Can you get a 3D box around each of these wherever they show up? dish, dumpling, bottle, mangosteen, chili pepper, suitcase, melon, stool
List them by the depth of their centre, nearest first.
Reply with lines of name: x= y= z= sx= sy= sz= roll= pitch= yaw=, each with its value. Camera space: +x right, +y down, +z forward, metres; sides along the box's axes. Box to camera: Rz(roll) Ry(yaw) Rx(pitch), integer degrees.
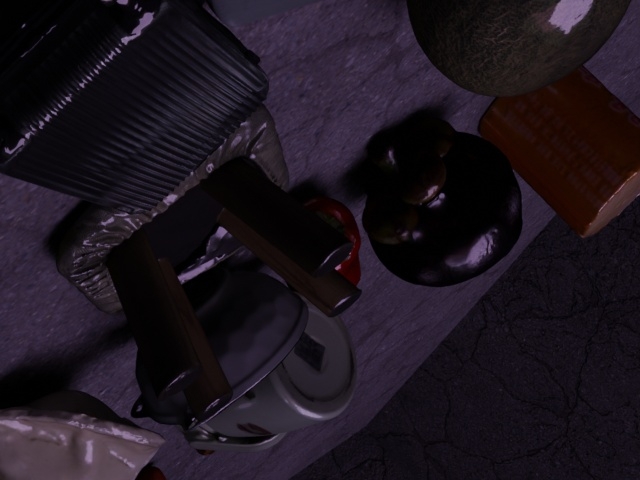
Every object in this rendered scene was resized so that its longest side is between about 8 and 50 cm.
suitcase: x=-0.176 y=-0.133 z=0.857 sx=0.202 sy=0.128 sz=0.312 roll=-43 pitch=165 yaw=6
melon: x=0.217 y=-0.287 z=1.158 sx=0.248 sy=0.248 sz=0.329 roll=-37 pitch=167 yaw=-13
stool: x=-0.118 y=0.032 z=1.259 sx=0.310 sy=0.226 sz=0.310 roll=-39 pitch=166 yaw=-7
dumpling: x=-0.431 y=0.322 z=1.443 sx=0.395 sy=0.233 sz=0.315 roll=-32 pitch=135 yaw=19
dish: x=-0.164 y=0.129 z=1.485 sx=0.303 sy=0.120 sz=0.303 roll=-29 pitch=-160 yaw=11
chili pepper: x=-0.004 y=-0.003 z=1.585 sx=0.338 sy=0.134 sz=0.131 roll=77 pitch=21 yaw=-76
mangosteen: x=0.183 y=-0.069 z=1.702 sx=0.287 sy=0.287 sz=0.233 roll=-43 pitch=-168 yaw=6
bottle: x=-0.121 y=0.237 z=1.728 sx=0.352 sy=0.229 sz=0.229 roll=-27 pitch=176 yaw=40

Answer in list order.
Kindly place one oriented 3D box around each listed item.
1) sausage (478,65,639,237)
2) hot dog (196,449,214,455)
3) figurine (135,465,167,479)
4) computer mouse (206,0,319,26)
sausage: x=0.473 y=-0.180 z=1.944 sx=0.233 sy=0.287 sz=0.233 roll=-37 pitch=164 yaw=-12
hot dog: x=-0.199 y=0.369 z=2.190 sx=0.160 sy=0.099 sz=0.227 roll=-33 pitch=159 yaw=-28
figurine: x=-0.425 y=0.645 z=2.180 sx=0.261 sy=0.211 sz=0.270 roll=-46 pitch=163 yaw=17
computer mouse: x=-0.009 y=-0.278 z=0.972 sx=0.231 sy=0.079 sz=0.128 roll=-21 pitch=162 yaw=-12
